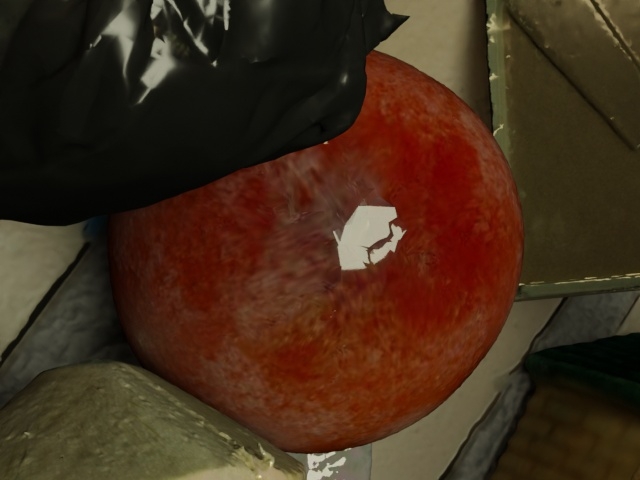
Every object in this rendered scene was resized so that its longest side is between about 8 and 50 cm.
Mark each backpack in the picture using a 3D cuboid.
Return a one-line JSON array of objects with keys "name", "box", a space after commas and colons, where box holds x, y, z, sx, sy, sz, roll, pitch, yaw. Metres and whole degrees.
[{"name": "backpack", "box": [-0.120, -0.231, 0.880, 0.255, 0.363, 0.445, 7, 80, -44]}]

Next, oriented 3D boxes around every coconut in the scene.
[{"name": "coconut", "box": [-0.116, 0.188, 0.901, 0.239, 0.239, 0.244, -8, 89, -26]}]

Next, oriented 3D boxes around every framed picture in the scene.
[{"name": "framed picture", "box": [0.217, -0.101, 1.116, 0.019, 0.209, 0.281, 40, 48, -67]}]

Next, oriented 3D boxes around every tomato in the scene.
[{"name": "tomato", "box": [0.000, 0.000, 1.005, 0.265, 0.265, 0.265, -2, 94, -27]}]

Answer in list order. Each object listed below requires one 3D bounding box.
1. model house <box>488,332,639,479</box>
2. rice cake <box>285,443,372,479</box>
[{"name": "model house", "box": [0.313, 0.205, 1.101, 0.335, 0.382, 0.342, 32, 81, -26]}, {"name": "rice cake", "box": [-0.022, 0.271, 1.120, 0.106, 0.050, 0.298, 0, 94, -28]}]
